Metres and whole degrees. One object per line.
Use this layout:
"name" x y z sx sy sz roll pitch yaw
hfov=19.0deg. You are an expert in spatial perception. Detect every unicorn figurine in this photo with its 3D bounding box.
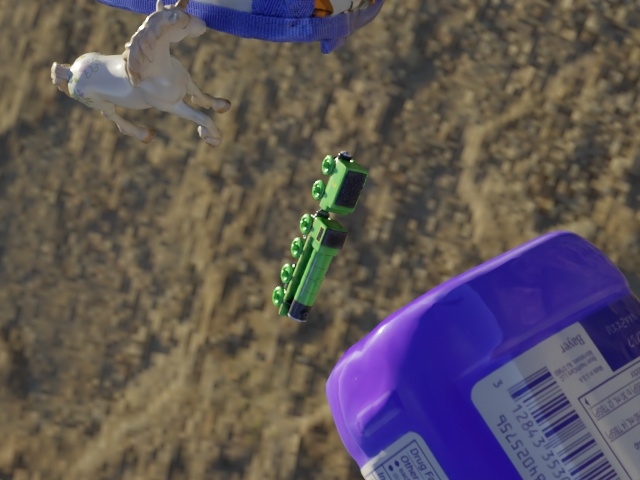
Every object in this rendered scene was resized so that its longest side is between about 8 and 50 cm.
"unicorn figurine" -0.107 -0.103 1.203 0.162 0.111 0.060 -14 56 32

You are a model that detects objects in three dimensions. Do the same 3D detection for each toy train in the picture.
"toy train" 0.000 0.000 0.861 0.024 0.017 0.083 45 120 53

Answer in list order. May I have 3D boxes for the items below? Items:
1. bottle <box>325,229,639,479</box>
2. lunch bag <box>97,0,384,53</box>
"bottle" 0.118 0.136 0.640 0.283 0.118 0.092 57 136 9
"lunch bag" -0.061 -0.313 1.284 0.385 0.239 0.328 -146 58 -65
